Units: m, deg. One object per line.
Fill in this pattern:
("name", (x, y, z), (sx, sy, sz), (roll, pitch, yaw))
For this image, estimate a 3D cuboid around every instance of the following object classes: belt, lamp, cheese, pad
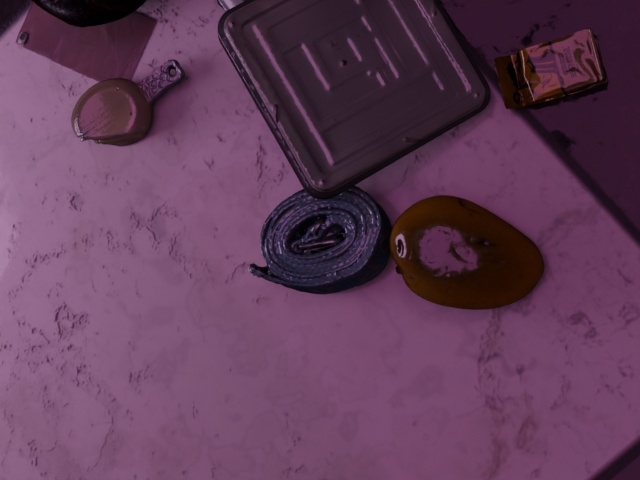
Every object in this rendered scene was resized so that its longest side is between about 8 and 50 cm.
("belt", (0.008, -0.001, 1.623), (0.163, 0.082, 0.148), (13, 79, 21))
("lamp", (0.041, -0.222, 1.585), (0.269, 0.047, 0.267), (-30, 89, -9))
("cheese", (-0.258, -0.182, 1.720), (0.171, 0.047, 0.092), (-15, 88, 12))
("pad", (-0.331, -0.292, 1.765), (0.187, 0.006, 0.113), (26, 94, 14))

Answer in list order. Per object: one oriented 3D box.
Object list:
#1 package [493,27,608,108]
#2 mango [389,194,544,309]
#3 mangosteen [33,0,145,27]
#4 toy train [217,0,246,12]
("package", (0.288, -0.212, 1.576), (0.131, 0.047, 0.071), (-17, 86, 15))
("mango", (0.181, 0.017, 1.570), (0.195, 0.098, 0.137), (9, 86, 10))
("mangosteen", (-0.307, -0.395, 1.674), (0.216, 0.216, 0.216), (-1, 88, 15))
("toy train", (-0.158, -0.424, 1.686), (0.088, 0.086, 0.407), (-37, 79, 14))
